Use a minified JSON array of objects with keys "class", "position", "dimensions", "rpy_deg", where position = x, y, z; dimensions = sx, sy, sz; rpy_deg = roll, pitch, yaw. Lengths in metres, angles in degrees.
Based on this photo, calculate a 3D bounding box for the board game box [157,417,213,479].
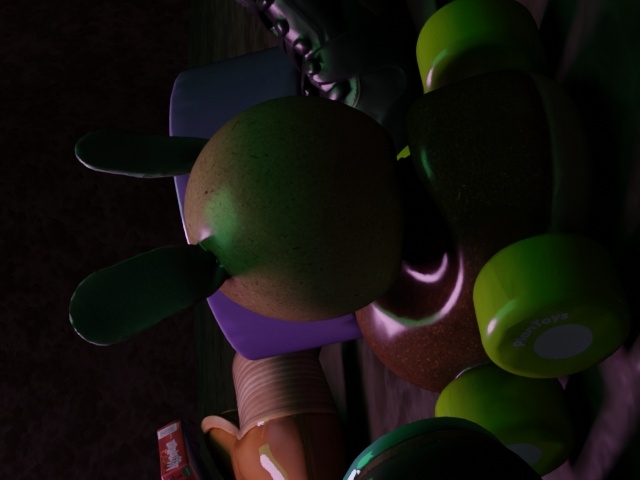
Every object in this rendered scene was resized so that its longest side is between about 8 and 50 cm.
[{"class":"board game box","position":[-0.063,0.293,1.078],"dimensions":[0.281,0.027,0.145],"rpy_deg":[64,176,-9]}]

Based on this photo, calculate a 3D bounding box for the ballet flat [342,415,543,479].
[{"class":"ballet flat","position":[0.058,0.177,0.502],"dimensions":[0.280,0.095,0.096],"rpy_deg":[83,169,-51]}]

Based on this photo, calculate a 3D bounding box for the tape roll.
[{"class":"tape roll","position":[-0.024,-0.025,0.797],"dimensions":[0.189,0.080,0.188],"rpy_deg":[-13,-90,-80]}]

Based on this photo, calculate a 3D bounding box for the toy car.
[{"class":"toy car","position":[0.000,0.000,0.492],"dimensions":[0.149,0.189,0.155],"rpy_deg":[99,167,-49]}]

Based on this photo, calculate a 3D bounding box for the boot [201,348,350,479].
[{"class":"boot","position":[-0.021,0.223,1.013],"dimensions":[0.283,0.109,0.220],"rpy_deg":[111,151,-57]}]

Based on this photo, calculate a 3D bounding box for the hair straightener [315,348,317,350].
[{"class":"hair straightener","position":[-0.025,0.084,1.177],"dimensions":[0.230,0.047,0.089],"rpy_deg":[95,170,-60]}]

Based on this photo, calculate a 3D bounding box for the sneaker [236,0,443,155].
[{"class":"sneaker","position":[-0.002,-0.129,0.701],"dimensions":[0.107,0.124,0.283],"rpy_deg":[120,148,-74]}]
